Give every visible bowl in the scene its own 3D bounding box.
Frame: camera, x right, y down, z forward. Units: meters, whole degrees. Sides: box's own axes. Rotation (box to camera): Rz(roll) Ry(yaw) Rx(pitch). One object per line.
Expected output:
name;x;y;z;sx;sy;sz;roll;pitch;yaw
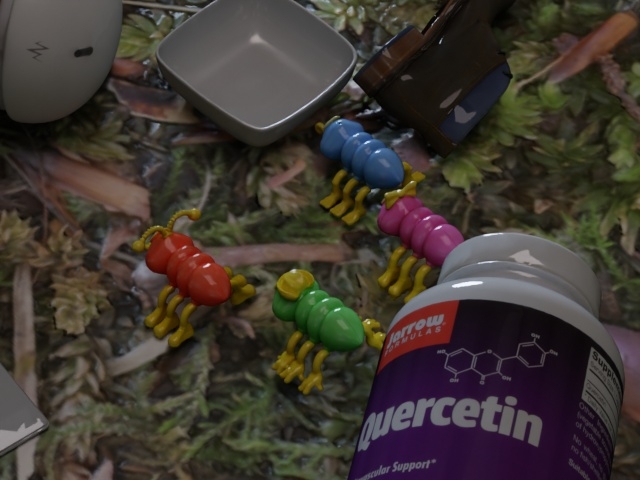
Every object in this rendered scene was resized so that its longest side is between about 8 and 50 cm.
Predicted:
bowl;-0.054;-0.144;1.719;0.142;0.053;0.142;37;57;23

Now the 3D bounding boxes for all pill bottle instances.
pill bottle;0.115;0.154;1.415;0.181;0.181;0.323;12;51;5

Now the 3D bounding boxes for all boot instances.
boot;0.130;-0.157;1.750;0.106;0.082;0.219;49;56;4

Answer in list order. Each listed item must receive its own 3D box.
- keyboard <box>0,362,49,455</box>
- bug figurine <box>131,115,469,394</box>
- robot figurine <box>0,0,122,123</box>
keyboard;-0.311;0.074;1.551;0.072;0.014;0.256;-27;59;-30
bug figurine;0.000;0.000;1.584;0.279;0.072;0.216;-35;51;-29
robot figurine;-0.303;-0.200;1.663;0.278;0.173;0.209;15;64;7
